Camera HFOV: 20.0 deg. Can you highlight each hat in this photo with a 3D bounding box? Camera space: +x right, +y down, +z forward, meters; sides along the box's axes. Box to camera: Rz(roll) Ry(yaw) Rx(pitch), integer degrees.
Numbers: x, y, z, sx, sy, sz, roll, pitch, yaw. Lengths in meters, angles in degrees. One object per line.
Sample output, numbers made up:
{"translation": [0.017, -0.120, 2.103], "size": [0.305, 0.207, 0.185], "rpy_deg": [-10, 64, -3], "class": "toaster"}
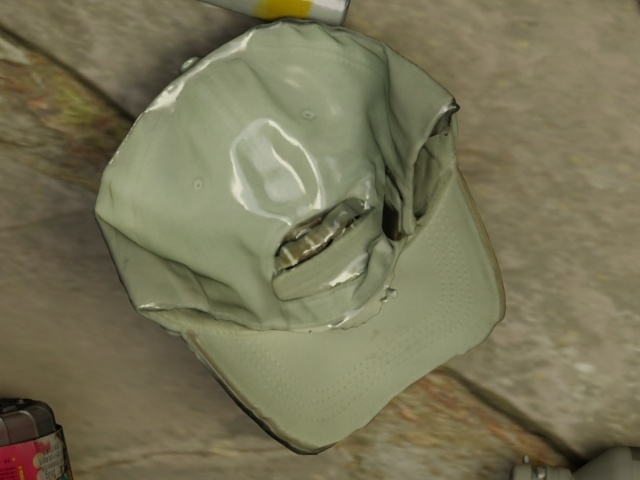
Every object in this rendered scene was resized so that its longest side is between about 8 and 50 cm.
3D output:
{"translation": [0.000, 0.000, 1.328], "size": [0.258, 0.168, 0.301], "rpy_deg": [-33, 126, 1], "class": "hat"}

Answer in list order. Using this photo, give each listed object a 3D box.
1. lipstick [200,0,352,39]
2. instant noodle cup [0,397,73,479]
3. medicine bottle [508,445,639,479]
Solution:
{"translation": [-0.105, -0.207, 1.303], "size": [0.264, 0.059, 0.059], "rpy_deg": [18, 107, 1], "class": "lipstick"}
{"translation": [-0.280, 0.217, 1.360], "size": [0.302, 0.258, 0.181], "rpy_deg": [-7, 93, -38], "class": "instant noodle cup"}
{"translation": [0.246, 0.223, 1.356], "size": [0.215, 0.135, 0.135], "rpy_deg": [6, 107, 4], "class": "medicine bottle"}
